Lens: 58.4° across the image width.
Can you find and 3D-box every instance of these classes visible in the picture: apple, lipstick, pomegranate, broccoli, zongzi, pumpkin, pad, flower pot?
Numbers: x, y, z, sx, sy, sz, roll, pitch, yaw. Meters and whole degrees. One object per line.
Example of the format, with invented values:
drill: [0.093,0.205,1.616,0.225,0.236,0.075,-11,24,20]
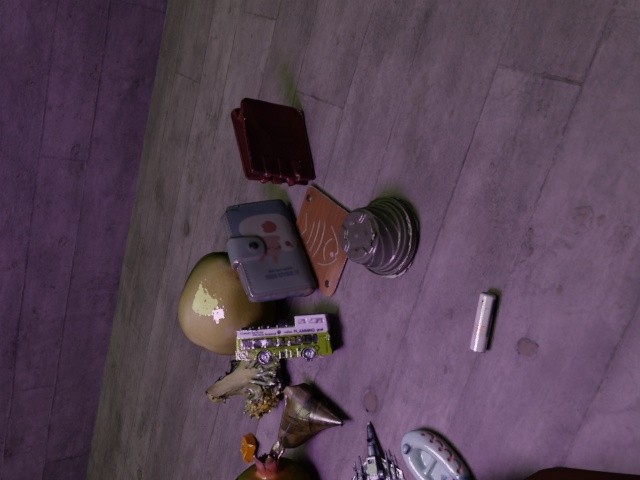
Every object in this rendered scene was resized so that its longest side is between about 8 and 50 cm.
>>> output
apple: [-0.310,0.209,1.973,0.357,0.357,0.358,-2,88,51]
lipstick: [0.386,0.194,1.361,0.040,0.040,0.141,17,102,49]
pomegranate: [-0.170,0.794,1.806,0.290,0.290,0.324,-16,103,49]
broccoli: [-0.246,0.520,1.991,0.242,0.272,0.181,40,152,45]
zongzi: [-0.028,0.597,1.810,0.242,0.112,0.221,27,112,39]
pumpkin: [-0.263,0.772,2.129,0.083,0.053,0.074,-137,60,-67]
pad: [0.000,0.000,1.856,0.284,0.018,0.287,40,121,43]
flower pot: [0.145,-0.010,1.583,0.235,0.140,0.236,0,91,49]

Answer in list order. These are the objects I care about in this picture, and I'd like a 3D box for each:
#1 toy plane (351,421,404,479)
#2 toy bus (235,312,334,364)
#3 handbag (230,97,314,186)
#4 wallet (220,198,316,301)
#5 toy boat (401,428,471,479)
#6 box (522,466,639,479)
toy plane: [0.150,0.633,1.609,0.159,0.082,0.234,-19,73,21]
toy bus: [-0.111,0.305,1.777,0.113,0.301,0.140,46,-141,-83]
handbag: [-0.152,-0.314,1.857,0.084,0.259,0.276,-28,69,44]
wallet: [-0.179,0.035,1.870,0.361,0.252,0.083,68,152,26]
toy boat: [0.281,0.571,1.454,0.207,0.078,0.134,44,125,40]
box: [0.460,0.579,1.034,0.239,0.339,0.230,-21,76,48]
